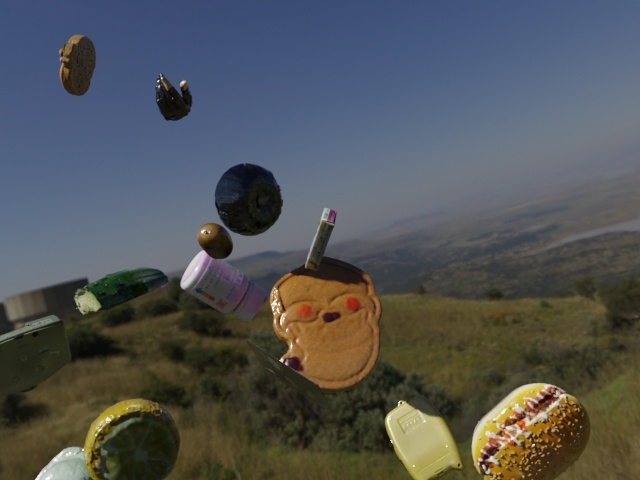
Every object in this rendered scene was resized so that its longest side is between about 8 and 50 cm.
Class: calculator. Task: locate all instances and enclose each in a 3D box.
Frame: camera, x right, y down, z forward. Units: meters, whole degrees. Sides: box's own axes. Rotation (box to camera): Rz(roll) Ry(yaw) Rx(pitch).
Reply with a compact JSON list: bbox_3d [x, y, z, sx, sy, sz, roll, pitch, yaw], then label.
[{"bbox_3d":[0.262,0.517,1.645,0.157,0.236,0.033,-34,-37,4],"label":"calculator"}]

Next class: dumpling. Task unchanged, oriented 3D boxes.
[{"bbox_3d":[-0.786,0.734,1.969,0.217,0.104,0.149,-4,22,-1],"label":"dumpling"}]

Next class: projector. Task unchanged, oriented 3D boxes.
[{"bbox_3d":[-0.879,0.345,1.849,0.270,0.193,0.088,-21,31,-39],"label":"projector"}]

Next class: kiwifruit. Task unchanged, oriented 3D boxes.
[{"bbox_3d":[-0.246,0.001,1.478,0.075,0.075,0.124,-15,-23,5],"label":"kiwifruit"}]

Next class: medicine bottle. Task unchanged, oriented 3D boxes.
[{"bbox_3d":[-0.318,0.154,2.083,0.152,0.255,0.152,-47,22,26],"label":"medicine bottle"}]

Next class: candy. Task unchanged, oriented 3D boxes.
[{"bbox_3d":[-0.514,0.564,1.734,0.260,0.259,0.118,-15,10,-24],"label":"candy"}]

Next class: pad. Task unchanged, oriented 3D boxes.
[{"bbox_3d":[-0.059,0.261,1.210,0.190,0.127,0.004,24,62,35],"label":"pad"}]

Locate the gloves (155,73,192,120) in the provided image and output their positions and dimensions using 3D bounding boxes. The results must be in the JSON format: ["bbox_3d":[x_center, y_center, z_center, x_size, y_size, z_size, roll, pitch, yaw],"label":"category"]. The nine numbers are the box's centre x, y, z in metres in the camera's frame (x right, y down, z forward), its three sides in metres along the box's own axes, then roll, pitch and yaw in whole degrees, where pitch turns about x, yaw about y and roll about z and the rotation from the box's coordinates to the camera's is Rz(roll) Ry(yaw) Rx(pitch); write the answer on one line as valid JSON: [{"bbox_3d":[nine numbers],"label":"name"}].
[{"bbox_3d":[-0.539,-0.518,2.281,0.129,0.106,0.180,2,-19,12],"label":"gloves"}]

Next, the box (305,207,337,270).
[{"bbox_3d":[0.000,0.000,1.713,0.041,0.049,0.207,19,-42,-1],"label":"box"}]

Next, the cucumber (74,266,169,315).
[{"bbox_3d":[-0.649,0.148,2.123,0.145,0.105,0.325,-13,6,41],"label":"cucumber"}]

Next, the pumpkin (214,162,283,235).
[{"bbox_3d":[-0.227,-0.131,2.005,0.163,0.232,0.233,4,13,40],"label":"pumpkin"}]

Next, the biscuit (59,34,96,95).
[{"bbox_3d":[-0.692,-0.497,1.774,0.050,0.170,0.170,12,1,3],"label":"biscuit"}]

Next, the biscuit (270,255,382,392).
[{"bbox_3d":[0.025,0.248,1.968,0.350,0.455,0.078,-4,-30,-13],"label":"biscuit"}]

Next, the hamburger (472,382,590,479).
[{"bbox_3d":[0.506,0.481,1.529,0.295,0.227,0.151,-45,5,0],"label":"hamburger"}]
